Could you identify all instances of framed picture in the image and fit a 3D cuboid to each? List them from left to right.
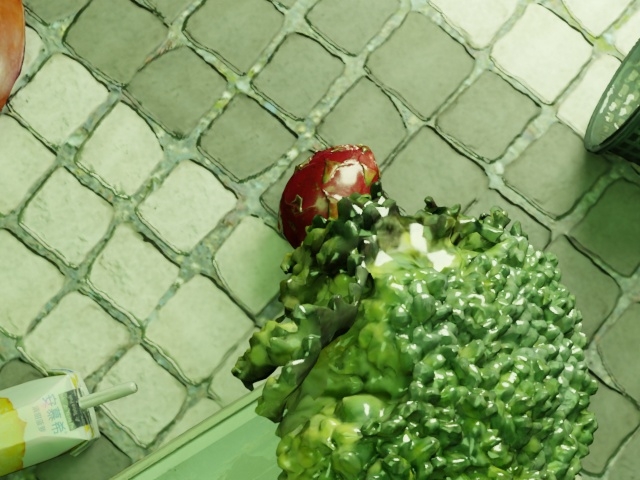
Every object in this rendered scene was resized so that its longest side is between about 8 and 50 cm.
[{"bbox_3d":[-0.084,0.239,1.203,0.203,0.015,0.150,-31,81,-2],"label":"framed picture"}]

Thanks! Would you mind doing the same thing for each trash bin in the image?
[{"bbox_3d":[0.351,-0.113,1.164,0.161,0.175,0.175,31,85,-3],"label":"trash bin"}]

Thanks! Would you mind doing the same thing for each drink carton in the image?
[{"bbox_3d":[-0.258,0.164,1.192,0.200,0.074,0.084,-18,82,-1],"label":"drink carton"}]

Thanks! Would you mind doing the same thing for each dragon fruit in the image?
[{"bbox_3d":[0.000,0.000,1.200,0.094,0.094,0.190,14,94,4],"label":"dragon fruit"}]

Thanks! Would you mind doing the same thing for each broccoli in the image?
[{"bbox_3d":[0.086,0.122,1.074,0.272,0.324,0.334,-15,77,13],"label":"broccoli"}]

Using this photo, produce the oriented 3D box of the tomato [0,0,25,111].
[{"bbox_3d":[-0.440,-0.224,1.192,0.289,0.176,0.335,-20,85,3],"label":"tomato"}]
